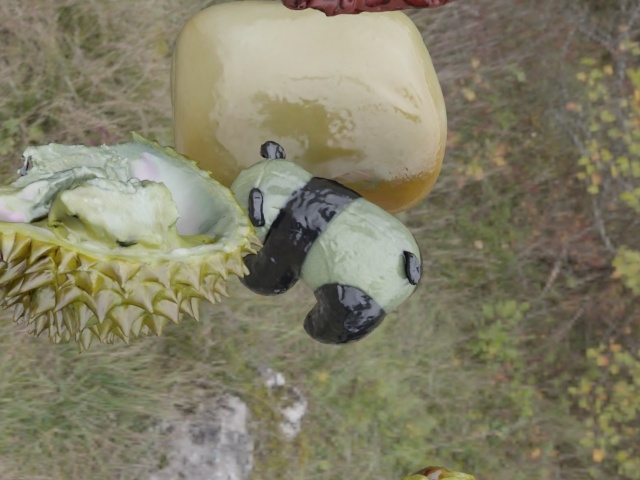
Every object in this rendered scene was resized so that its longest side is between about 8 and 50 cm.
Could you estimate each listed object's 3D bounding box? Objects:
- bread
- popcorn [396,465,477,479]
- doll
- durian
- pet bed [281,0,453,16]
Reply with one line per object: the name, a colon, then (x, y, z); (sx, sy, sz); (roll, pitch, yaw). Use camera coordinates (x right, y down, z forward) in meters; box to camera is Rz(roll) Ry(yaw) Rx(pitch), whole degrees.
bread: (-0.017, -0.163, 1.442); (0.376, 0.348, 0.253); (-1, 47, -10)
popcorn: (0.110, 0.349, 1.123); (0.169, 0.218, 0.189); (48, 6, 21)
doll: (0.002, 0.000, 1.088); (0.234, 0.135, 0.143); (34, 51, 16)
durian: (-0.154, -0.004, 0.761); (0.306, 0.172, 0.167); (-23, 95, -60)
pet bed: (0.053, -0.231, 0.839); (0.201, 0.201, 0.054); (2, 79, -42)
